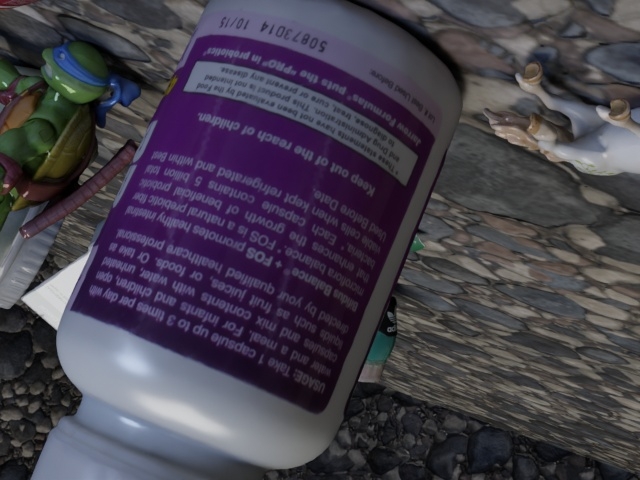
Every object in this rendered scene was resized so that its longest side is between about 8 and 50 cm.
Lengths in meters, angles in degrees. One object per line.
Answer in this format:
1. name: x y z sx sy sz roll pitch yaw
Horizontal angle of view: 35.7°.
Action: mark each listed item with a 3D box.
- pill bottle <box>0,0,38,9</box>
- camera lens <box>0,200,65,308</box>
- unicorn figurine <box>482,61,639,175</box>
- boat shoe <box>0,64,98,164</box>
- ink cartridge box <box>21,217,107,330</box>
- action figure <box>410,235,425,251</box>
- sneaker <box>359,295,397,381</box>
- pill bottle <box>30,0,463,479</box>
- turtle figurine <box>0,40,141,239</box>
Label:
1. pill bottle: -0.132 -0.155 0.458 0.086 0.086 0.152 31 166 -36
2. camera lens: -0.453 -0.066 1.174 0.274 0.219 0.219 27 168 -22
3. unicorn figurine: 0.165 -0.046 0.491 0.111 0.060 0.162 30 -177 -36
4. boat shoe: -0.360 -0.133 0.961 0.305 0.109 0.091 17 163 10
5. ink cartridge box: -0.173 0.082 1.189 0.239 0.060 0.275 -31 118 23
6. action figure: 0.000 0.000 1.020 0.137 0.063 0.232 22 173 -14
7. sneaker: -0.037 0.068 1.290 0.302 0.121 0.108 23 -166 16
8. pill bottle: -0.046 0.023 0.566 0.169 0.301 0.169 22 169 5
9. turtle figurine: -0.307 -0.072 0.800 0.275 0.266 0.198 0 -140 -48
